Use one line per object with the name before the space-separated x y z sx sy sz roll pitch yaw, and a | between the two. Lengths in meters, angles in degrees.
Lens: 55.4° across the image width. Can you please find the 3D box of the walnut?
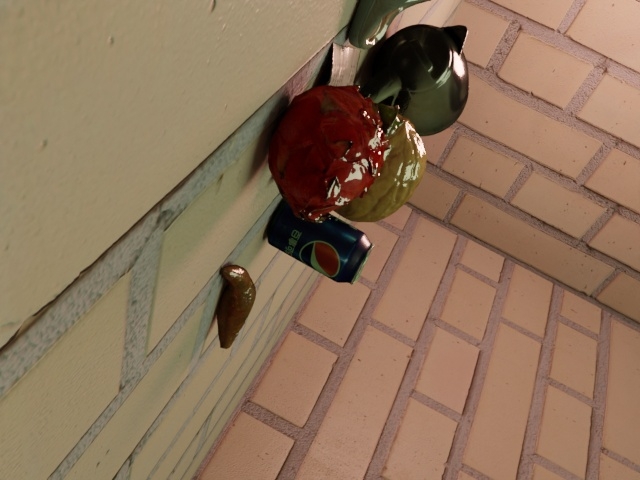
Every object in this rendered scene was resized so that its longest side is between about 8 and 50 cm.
walnut | 0.103 -0.158 1.274 0.261 0.225 0.225 -47 -175 40

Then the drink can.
drink can | 0.000 0.000 1.224 0.118 0.205 0.118 -61 174 -10

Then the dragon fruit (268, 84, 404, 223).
dragon fruit | 0.012 -0.131 0.875 0.209 0.172 0.172 -53 174 -3

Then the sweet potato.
sweet potato | -0.157 0.109 1.120 0.078 0.058 0.255 -33 155 -33

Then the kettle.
kettle | 0.189 -0.352 1.385 0.321 0.228 0.324 -31 174 9

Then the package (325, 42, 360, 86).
package | 0.014 -0.211 1.061 0.204 0.062 0.250 -51 165 -70

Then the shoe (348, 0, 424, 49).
shoe | 0.131 -0.405 0.954 0.251 0.100 0.103 -62 175 34
